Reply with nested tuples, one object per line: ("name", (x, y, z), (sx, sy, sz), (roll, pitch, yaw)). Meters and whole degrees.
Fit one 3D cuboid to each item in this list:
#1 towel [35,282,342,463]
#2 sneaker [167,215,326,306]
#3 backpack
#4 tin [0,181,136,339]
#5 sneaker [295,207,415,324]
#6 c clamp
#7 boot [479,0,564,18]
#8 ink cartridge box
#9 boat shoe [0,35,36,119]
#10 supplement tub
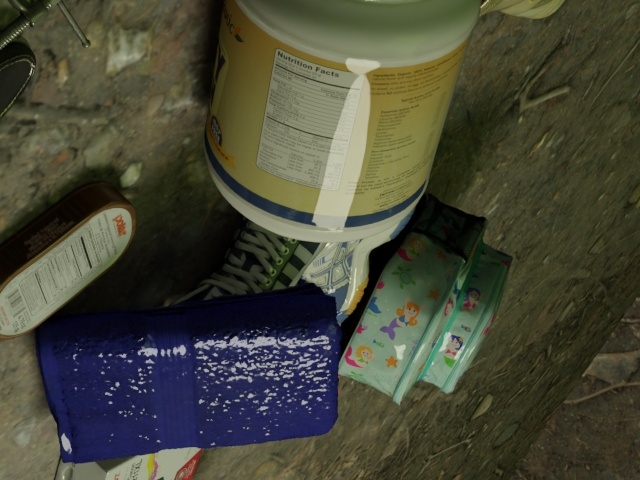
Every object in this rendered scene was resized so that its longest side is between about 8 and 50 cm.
("towel", (-0.134, 0.137, 1.449), (0.308, 0.076, 0.228), (-4, 140, -6))
("sneaker", (-0.077, 0.025, 1.517), (0.153, 0.099, 0.282), (-37, 158, -54))
("backpack", (0.126, 0.089, 1.797), (0.253, 0.191, 0.225), (-48, 165, -54))
("tin", (-0.254, 0.021, 1.316), (0.189, 0.040, 0.106), (-40, 158, -21))
("sneaker", (0.000, 0.000, 1.668), (0.131, 0.112, 0.296), (2, 137, -26))
("c clamp", (-0.259, -0.154, 1.032), (0.160, 0.022, 0.137), (-39, 134, -17))
("boot", (0.247, -0.364, 1.559), (0.203, 0.095, 0.262), (-15, 142, -50))
("ink cartridge box", (-0.225, 0.261, 1.655), (0.175, 0.072, 0.127), (-25, 146, -44))
("boat shoe", (-0.289, -0.071, 1.089), (0.206, 0.065, 0.075), (-48, 156, -5))
("supplement tub", (0.019, -0.178, 1.265), (0.228, 0.228, 0.316), (-31, 149, -36))
